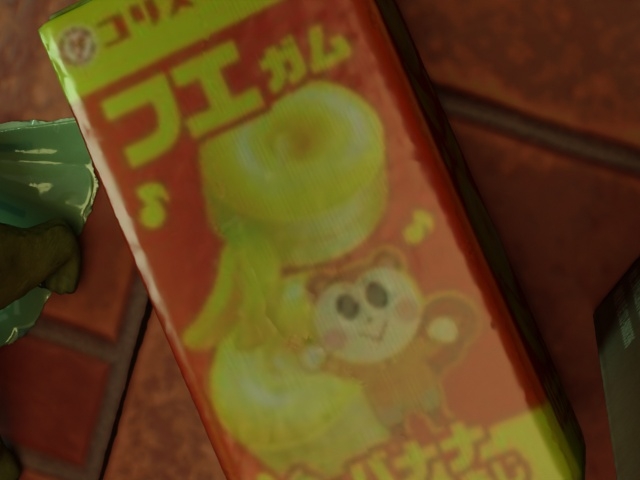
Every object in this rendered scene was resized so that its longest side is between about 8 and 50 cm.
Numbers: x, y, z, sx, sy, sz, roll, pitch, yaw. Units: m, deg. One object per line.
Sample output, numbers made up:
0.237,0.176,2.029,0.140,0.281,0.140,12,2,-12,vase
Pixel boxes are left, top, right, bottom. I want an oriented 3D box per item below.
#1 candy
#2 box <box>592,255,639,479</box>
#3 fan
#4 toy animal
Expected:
0.000,0.000,0.574,0.146,0.088,0.276,-25,87,14,candy
0.266,0.128,0.414,0.344,0.385,0.122,37,104,2,box
-0.211,0.005,0.672,0.240,0.009,0.131,-24,98,13,fan
-0.192,0.061,0.624,0.103,0.101,0.219,21,105,2,toy animal
